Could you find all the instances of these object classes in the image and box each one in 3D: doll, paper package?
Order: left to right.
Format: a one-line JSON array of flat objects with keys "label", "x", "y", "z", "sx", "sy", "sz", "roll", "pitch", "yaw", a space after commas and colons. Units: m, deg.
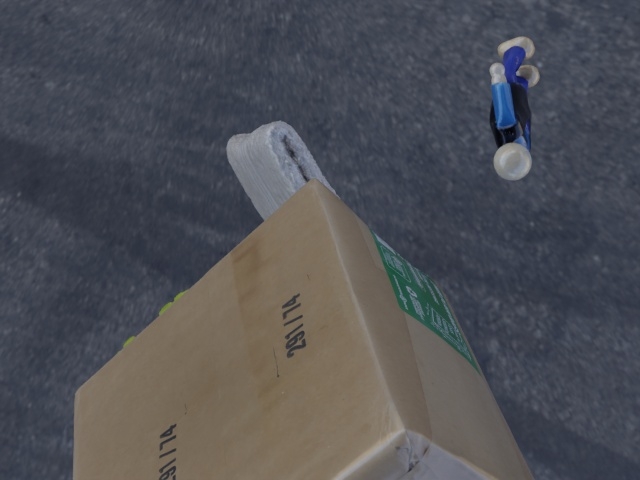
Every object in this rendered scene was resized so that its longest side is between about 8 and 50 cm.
[{"label": "paper package", "x": -0.027, "y": 0.164, "z": 0.828, "sx": 0.309, "sy": 0.325, "sz": 0.168, "roll": -41, "pitch": 119, "yaw": 13}, {"label": "doll", "x": 0.197, "y": -0.132, "z": 1.152, "sx": 0.046, "sy": 0.189, "sz": 0.129, "roll": -5, "pitch": 134, "yaw": 18}]

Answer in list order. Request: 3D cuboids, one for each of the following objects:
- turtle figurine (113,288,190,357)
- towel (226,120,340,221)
[{"label": "turtle figurine", "x": -0.098, "y": 0.167, "z": 1.087, "sx": 0.269, "sy": 0.087, "sz": 0.217, "roll": -41, "pitch": 108, "yaw": 17}, {"label": "towel", "x": 0.000, "y": 0.000, "z": 1.204, "sx": 0.049, "sy": 0.187, "sz": 0.282, "roll": -34, "pitch": 100, "yaw": -16}]
